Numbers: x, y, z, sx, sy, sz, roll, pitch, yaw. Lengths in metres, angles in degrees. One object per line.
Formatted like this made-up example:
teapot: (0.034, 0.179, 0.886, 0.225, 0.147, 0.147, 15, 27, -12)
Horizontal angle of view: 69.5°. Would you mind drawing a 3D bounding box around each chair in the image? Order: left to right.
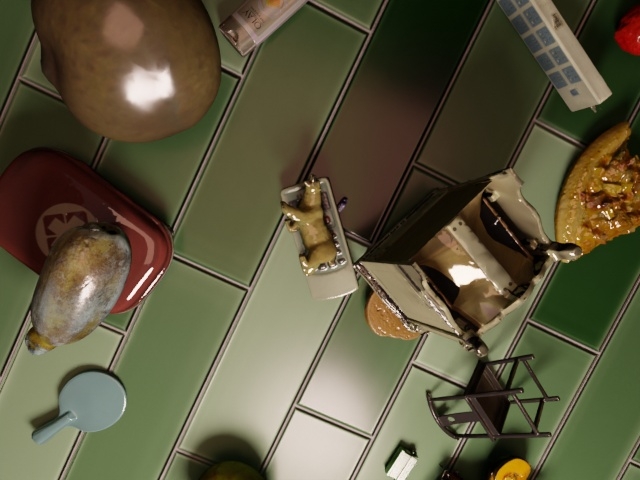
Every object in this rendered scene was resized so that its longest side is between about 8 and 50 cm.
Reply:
chair: (0.414, 0.391, 1.125, 0.260, 0.141, 0.154, -26, 100, 44)

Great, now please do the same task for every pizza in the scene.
pizza: (0.659, -0.111, 1.110, 0.268, 0.087, 0.258, -26, 95, 2)

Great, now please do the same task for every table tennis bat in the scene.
table tennis bat: (-0.579, 0.408, 1.104, 0.237, 0.038, 0.149, -35, 99, -4)

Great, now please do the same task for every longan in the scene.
longan: (-0.370, -0.375, 0.894, 0.361, 0.361, 0.361, 0, 96, -4)

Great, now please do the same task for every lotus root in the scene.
lotus root: (-0.477, 0.111, 0.910, 0.140, 0.158, 0.322, 28, 104, -7)

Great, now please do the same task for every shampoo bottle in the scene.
shampoo bottle: (-0.115, -0.513, 1.020, 0.227, 0.056, 0.086, -41, 96, 1)

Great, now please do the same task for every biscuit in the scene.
biscuit: (0.189, 0.157, 1.122, 0.170, 0.050, 0.170, 0, 91, -11)

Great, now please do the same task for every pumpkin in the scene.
pumpkin: (0.481, 0.626, 1.165, 0.119, 0.107, 0.183, -19, 90, -9)

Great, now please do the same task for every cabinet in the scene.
cabinet: (0.283, 0.042, 0.954, 0.290, 0.318, 0.227, -41, 97, -11)

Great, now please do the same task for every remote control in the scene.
remote control: (0.000, 0.000, 1.082, 0.123, 0.038, 0.285, -13, 98, 12)

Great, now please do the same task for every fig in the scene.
fig: (-0.199, 0.643, 1.095, 0.203, 0.203, 0.225, -35, 137, 0)

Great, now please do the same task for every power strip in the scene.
power strip: (0.530, -0.440, 1.048, 0.043, 0.106, 0.367, -39, 97, -1)

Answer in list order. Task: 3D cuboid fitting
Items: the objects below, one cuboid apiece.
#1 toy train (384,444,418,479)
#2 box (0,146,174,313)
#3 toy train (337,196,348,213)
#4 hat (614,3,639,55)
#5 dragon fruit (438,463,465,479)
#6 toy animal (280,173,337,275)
toy train: (0.207, 0.569, 1.175, 0.056, 0.038, 0.093, 32, 94, 0)
box: (-0.530, -0.019, 1.021, 0.404, 0.108, 0.263, 37, 92, -7)
toy train: (0.039, -0.068, 1.100, 0.017, 0.017, 0.083, 34, 93, -8)
hat: (0.832, -0.524, 1.007, 0.332, 0.242, 0.274, -19, 85, 11)
dragon fruit: (0.355, 0.704, 1.131, 0.233, 0.234, 0.293, -9, 61, -3)
toy animal: (-0.022, -0.030, 1.025, 0.101, 0.103, 0.219, -20, 97, -4)
